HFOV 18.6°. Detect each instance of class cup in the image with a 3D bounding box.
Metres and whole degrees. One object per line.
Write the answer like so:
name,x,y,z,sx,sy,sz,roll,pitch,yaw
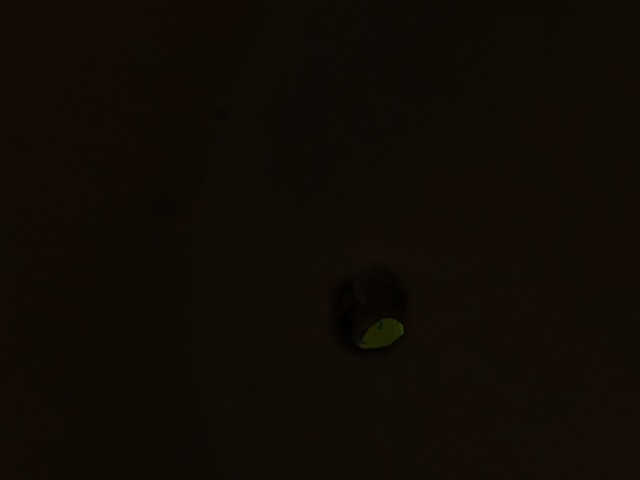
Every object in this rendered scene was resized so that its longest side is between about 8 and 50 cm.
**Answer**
cup,-0.016,-0.005,0.237,0.331,0.331,0.237,-2,-6,35

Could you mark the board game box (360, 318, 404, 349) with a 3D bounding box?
board game box,0.000,0.000,0.616,0.092,0.043,0.181,-23,19,-34
